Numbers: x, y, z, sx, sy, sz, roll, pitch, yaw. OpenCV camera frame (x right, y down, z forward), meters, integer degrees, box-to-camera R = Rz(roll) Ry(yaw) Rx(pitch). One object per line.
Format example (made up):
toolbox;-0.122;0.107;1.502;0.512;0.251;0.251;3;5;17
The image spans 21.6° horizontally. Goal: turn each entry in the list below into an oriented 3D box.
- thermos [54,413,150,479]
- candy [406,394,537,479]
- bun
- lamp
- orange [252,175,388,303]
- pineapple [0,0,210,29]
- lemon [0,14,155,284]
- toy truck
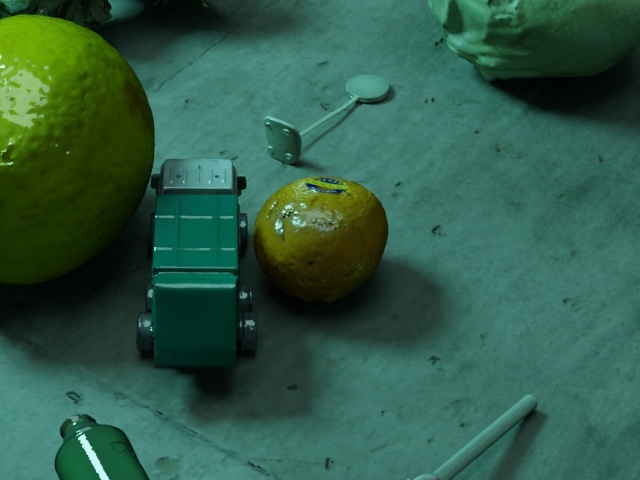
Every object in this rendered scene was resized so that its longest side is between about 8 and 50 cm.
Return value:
thermos;-0.174;0.222;1.422;0.073;0.083;0.188;2;34;-33
candy;0.083;0.216;1.422;0.124;0.124;0.365;27;36;28
bun;0.240;-0.267;1.930;0.283;0.179;0.283;14;25;-7
lamp;0.011;-0.151;1.874;0.050;0.056;0.198;23;42;28
orange;-0.002;0.000;1.646;0.135;0.118;0.135;11;20;-4
pineapple;-0.273;-0.321;1.959;0.262;0.262;0.271;31;60;30
lemon;-0.286;-0.089;1.639;0.267;0.267;0.267;1;40;0
toy truck;-0.118;0.024;1.613;0.114;0.124;0.253;1;42;-4
